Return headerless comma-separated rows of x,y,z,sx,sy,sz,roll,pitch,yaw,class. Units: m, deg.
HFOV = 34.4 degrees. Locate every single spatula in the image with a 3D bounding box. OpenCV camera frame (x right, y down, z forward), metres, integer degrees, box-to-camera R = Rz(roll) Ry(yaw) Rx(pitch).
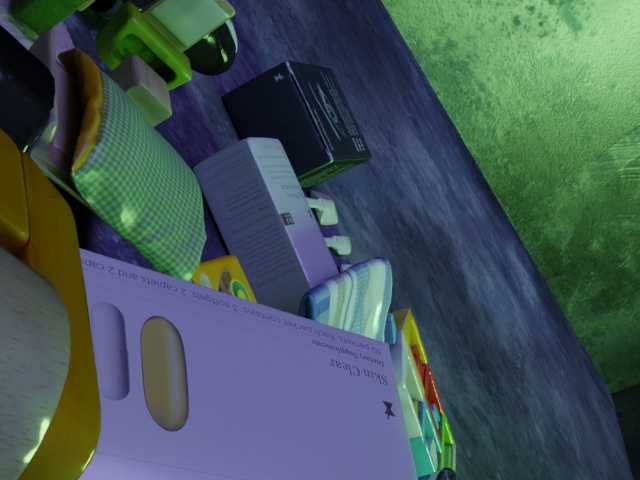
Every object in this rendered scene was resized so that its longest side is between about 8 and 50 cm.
0.000,0.000,1.476,0.242,0.019,0.168,4,68,-68,spatula

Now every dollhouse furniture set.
-0.138,-0.143,0.884,0.197,0.151,0.302,43,22,-41,dollhouse furniture set

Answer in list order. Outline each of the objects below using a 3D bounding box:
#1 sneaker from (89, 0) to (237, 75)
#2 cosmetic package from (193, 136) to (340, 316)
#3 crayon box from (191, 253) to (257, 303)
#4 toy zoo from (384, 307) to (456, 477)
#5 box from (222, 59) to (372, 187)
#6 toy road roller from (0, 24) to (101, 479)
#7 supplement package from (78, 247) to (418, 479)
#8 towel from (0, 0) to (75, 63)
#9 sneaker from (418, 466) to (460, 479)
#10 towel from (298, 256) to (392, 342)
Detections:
-0.210,-0.269,1.171,0.283,0.107,0.124,46,40,-34,sneaker
-0.054,-0.002,1.228,0.231,0.085,0.117,64,19,3,cosmetic package
-0.109,0.128,0.916,0.203,0.083,0.323,65,18,2,crayon box
0.134,0.226,1.424,0.192,0.030,0.293,-72,146,-64,toy zoo
-0.027,-0.159,1.456,0.153,0.108,0.207,66,19,3,box
-0.249,-0.002,0.420,0.202,0.240,0.330,45,13,-43,toy road roller
-0.105,0.138,0.605,0.261,0.204,0.145,20,44,-35,supplement package
-0.280,-0.154,0.875,0.187,0.049,0.282,67,19,5,towel
0.104,0.357,1.210,0.080,0.081,0.211,61,37,-15,sneaker
0.026,0.135,1.185,0.285,0.034,0.209,-19,117,-70,towel
